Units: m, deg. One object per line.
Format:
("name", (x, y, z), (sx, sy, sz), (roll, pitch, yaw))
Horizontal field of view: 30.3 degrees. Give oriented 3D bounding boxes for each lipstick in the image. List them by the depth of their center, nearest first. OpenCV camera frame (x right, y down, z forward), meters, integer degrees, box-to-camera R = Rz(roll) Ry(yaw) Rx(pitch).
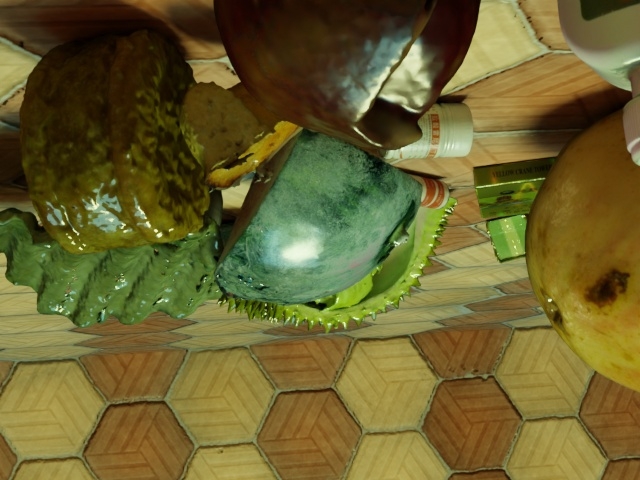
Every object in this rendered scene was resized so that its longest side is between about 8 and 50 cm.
("lipstick", (0.108, -0.065, 1.478), (0.038, 0.038, 0.130), (-15, 165, 41))

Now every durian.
("durian", (0.009, 0.026, 1.622), (0.355, 0.157, 0.170), (-18, 129, -12))

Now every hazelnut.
("hazelnut", (0.021, -0.149, 0.728), (0.160, 0.170, 0.201), (20, -177, 15))

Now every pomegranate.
("pomegranate", (0.393, -0.005, 1.281), (0.342, 0.343, 0.342), (-5, 168, -1))

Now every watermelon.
("watermelon", (0.006, 0.001, 1.300), (0.175, 0.188, 0.322), (19, 176, 13))

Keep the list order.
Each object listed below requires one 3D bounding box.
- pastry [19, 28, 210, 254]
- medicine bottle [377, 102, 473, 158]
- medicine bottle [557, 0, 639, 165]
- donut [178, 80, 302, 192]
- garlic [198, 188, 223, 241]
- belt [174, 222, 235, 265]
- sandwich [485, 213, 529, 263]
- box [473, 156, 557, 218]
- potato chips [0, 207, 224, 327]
("pastry", (-0.161, -0.078, 0.955), (0.103, 0.189, 0.189), (-5, 169, 14))
("medicine bottle", (0.105, -0.112, 1.201), (0.089, 0.057, 0.057), (-2, 168, -13))
("medicine bottle", (0.188, -0.151, 0.642), (0.115, 0.219, 0.078), (-9, 168, 27))
("donut", (-0.034, -0.119, 0.947), (0.181, 0.078, 0.146), (-43, 173, 13))
("garlic", (-0.186, -0.047, 1.339), (0.128, 0.091, 0.198), (4, 177, 22))
("belt", (-0.143, 0.025, 1.706), (0.147, 0.082, 0.163), (-14, 165, -10))
("sandwich", (0.314, -0.025, 1.843), (0.074, 0.074, 0.116), (-13, -161, 30))
("box", (0.267, -0.068, 1.558), (0.121, 0.030, 0.193), (-7, 169, 9))
("potato chips", (-0.289, 0.009, 1.295), (0.373, 0.097, 0.389), (11, 164, 9))
